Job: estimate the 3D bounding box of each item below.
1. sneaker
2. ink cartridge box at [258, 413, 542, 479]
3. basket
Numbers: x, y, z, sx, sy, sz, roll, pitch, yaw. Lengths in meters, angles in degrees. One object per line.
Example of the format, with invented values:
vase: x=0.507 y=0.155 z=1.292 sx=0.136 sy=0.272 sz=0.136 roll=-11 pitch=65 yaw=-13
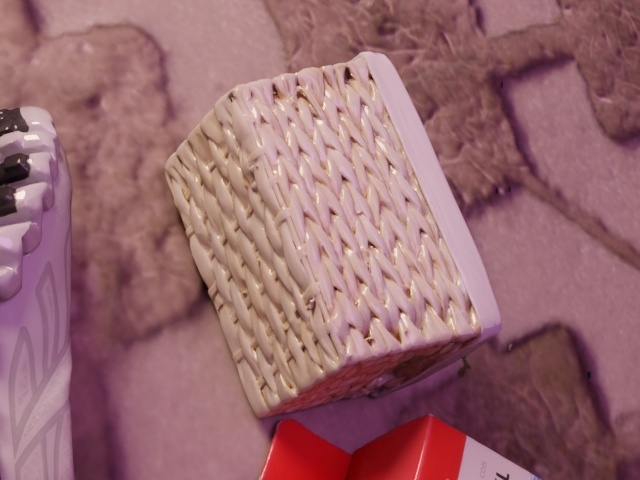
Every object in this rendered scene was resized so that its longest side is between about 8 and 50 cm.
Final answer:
sneaker: x=-0.154 y=0.061 z=0.533 sx=0.118 sy=0.110 sz=0.292 roll=63 pitch=20 yaw=-45
ink cartridge box: x=0.073 y=0.184 z=0.627 sx=0.231 sy=0.078 sz=0.134 roll=31 pitch=52 yaw=-17
basket: x=0.000 y=0.000 z=0.655 sx=0.103 sy=0.113 sz=0.167 roll=-12 pitch=74 yaw=-34
